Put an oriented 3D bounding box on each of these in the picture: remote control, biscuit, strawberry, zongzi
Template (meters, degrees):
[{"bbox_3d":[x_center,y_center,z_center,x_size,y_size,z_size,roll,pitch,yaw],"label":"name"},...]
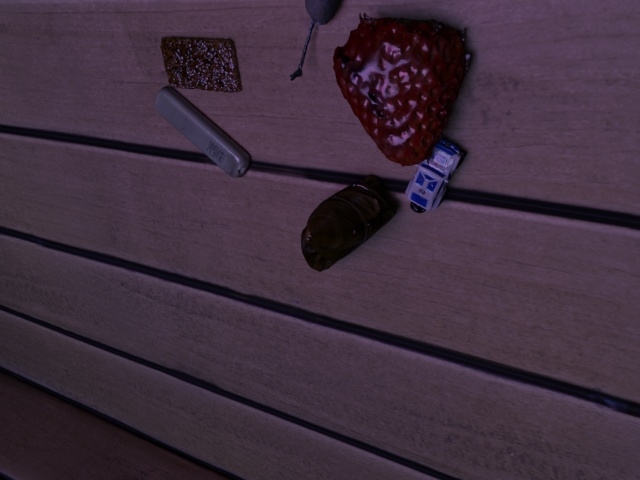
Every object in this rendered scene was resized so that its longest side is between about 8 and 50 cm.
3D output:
[{"bbox_3d":[-0.310,-0.278,1.603,0.309,0.038,0.090,41,135,7],"label":"remote control"},{"bbox_3d":[-0.297,-0.428,1.506,0.231,0.025,0.131,11,123,29],"label":"biscuit"},{"bbox_3d":[0.123,-0.294,1.183,0.253,0.150,0.280,27,118,23],"label":"strawberry"},{"bbox_3d":[0.000,0.000,1.390,0.134,0.288,0.286,50,134,6],"label":"zongzi"}]

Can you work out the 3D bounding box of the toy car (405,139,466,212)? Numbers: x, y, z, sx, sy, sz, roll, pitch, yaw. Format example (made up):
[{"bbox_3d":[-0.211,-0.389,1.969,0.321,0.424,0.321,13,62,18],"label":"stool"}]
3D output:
[{"bbox_3d":[0.232,-0.130,1.292,0.080,0.070,0.170,32,131,14],"label":"toy car"}]

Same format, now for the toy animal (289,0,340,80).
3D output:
[{"bbox_3d":[-0.012,-0.451,1.252,0.070,0.079,0.253,51,136,27],"label":"toy animal"}]
